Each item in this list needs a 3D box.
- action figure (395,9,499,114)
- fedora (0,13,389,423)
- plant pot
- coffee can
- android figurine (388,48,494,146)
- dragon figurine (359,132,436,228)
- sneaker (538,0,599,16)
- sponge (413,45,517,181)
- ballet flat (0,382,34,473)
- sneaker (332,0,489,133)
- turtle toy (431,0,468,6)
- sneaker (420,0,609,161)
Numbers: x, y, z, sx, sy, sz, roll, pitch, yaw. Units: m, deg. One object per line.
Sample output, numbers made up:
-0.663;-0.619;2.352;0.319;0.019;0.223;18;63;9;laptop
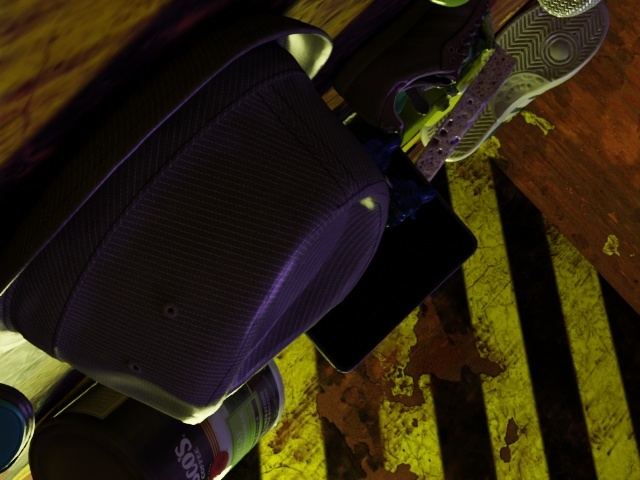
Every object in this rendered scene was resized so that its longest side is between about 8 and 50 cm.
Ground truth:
0.147;-0.201;1.311;0.137;0.063;0.232;-48;178;32;action figure
-0.059;0.011;0.652;0.275;0.124;0.244;-51;171;36;fedora
0.009;-0.004;1.220;0.188;0.187;0.167;-43;-170;-10;plant pot
-0.201;0.238;1.534;0.201;0.201;0.275;-46;177;42;coffee can
0.113;-0.158;1.518;0.273;0.056;0.248;-43;178;38;android figurine
-0.054;-0.003;0.965;0.289;0.085;0.144;-21;171;-16;dragon figurine
0.389;-0.389;1.519;0.268;0.101;0.153;-38;180;25;sneaker
0.151;-0.125;1.426;0.210;0.031;0.117;-55;179;43;sponge
-0.247;0.140;0.846;0.074;0.074;0.203;-40;170;-51;ballet flat
0.097;-0.163;0.987;0.188;0.071;0.066;-42;177;-8;sneaker
0.110;-0.189;0.713;0.130;0.095;0.066;-43;-161;2;turtle toy
0.299;-0.268;1.926;0.350;0.131;0.148;-38;-175;10;sneaker
